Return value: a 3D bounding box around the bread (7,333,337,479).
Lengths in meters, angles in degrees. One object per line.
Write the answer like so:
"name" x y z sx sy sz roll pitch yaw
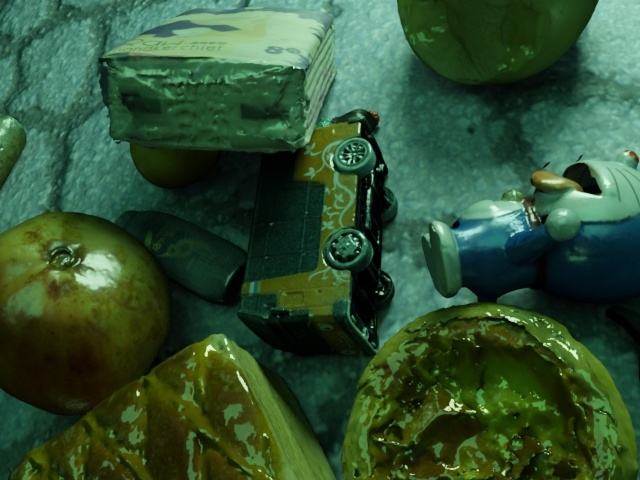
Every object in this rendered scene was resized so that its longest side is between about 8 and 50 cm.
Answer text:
"bread" -0.127 0.289 0.656 0.279 0.207 0.279 -31 56 2

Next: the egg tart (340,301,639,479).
"egg tart" 0.159 0.206 0.641 0.290 0.115 0.290 -10 65 21

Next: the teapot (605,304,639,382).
"teapot" 0.386 0.086 0.653 0.177 0.087 0.096 -1 40 19

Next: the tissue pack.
"tissue pack" -0.113 -0.226 0.855 0.242 0.125 0.344 4 28 6

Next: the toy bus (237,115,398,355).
"toy bus" 0.000 0.000 0.803 0.167 0.138 0.275 -6 60 19

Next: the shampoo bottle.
"shampoo bottle" -0.200 0.015 0.919 0.233 0.049 0.087 25 72 29

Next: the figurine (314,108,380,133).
"figurine" 0.031 -0.162 0.934 0.106 0.047 0.060 -6 26 26

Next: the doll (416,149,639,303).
"doll" 0.237 -0.007 0.694 0.257 0.215 0.161 -8 91 1

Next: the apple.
"apple" 0.230 -0.345 0.843 0.279 0.279 0.279 -9 61 16

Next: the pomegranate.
"pomegranate" -0.324 0.098 0.823 0.252 0.270 0.229 32 47 0

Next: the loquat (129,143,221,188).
"loquat" -0.218 -0.144 0.963 0.141 0.141 0.141 -9 61 16

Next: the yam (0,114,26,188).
"yam" -0.595 -0.094 1.100 0.093 0.093 0.259 11 67 25
